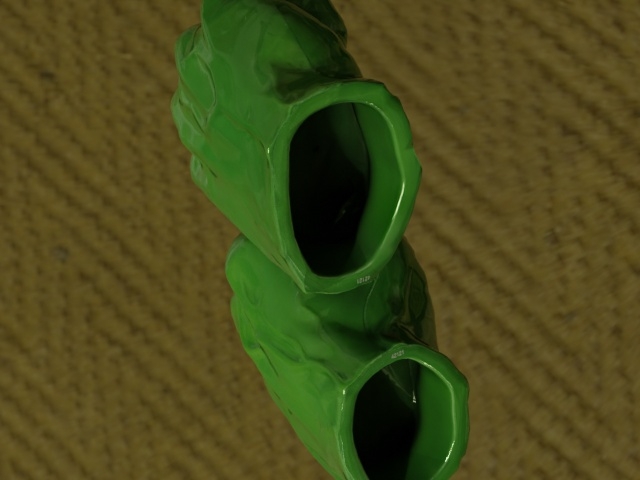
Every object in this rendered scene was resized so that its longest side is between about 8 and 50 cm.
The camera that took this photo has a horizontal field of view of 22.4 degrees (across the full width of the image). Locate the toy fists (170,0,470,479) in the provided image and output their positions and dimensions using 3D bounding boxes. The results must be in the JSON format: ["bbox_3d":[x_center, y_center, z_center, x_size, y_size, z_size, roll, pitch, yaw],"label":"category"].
[{"bbox_3d":[0.000,0.000,0.797,0.096,0.142,0.279,-29,129,-17],"label":"toy fists"}]
